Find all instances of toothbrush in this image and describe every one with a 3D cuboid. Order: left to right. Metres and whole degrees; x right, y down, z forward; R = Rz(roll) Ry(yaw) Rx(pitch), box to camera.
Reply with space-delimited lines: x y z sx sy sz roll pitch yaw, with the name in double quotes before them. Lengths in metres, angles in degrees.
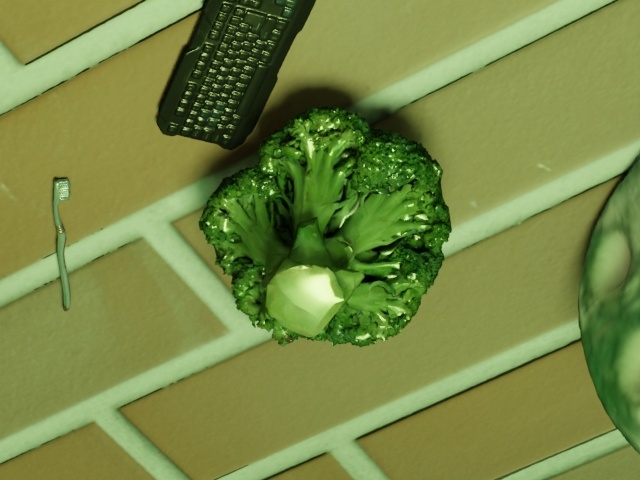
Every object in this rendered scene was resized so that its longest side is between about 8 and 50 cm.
"toothbrush" -0.279 0.008 1.686 0.019 0.013 0.193 -7 133 -14

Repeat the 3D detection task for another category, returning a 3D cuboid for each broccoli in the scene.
"broccoli" 0.000 0.000 1.563 0.270 0.270 0.270 4 113 9

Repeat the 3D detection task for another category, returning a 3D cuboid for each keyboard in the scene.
"keyboard" -0.078 -0.195 1.527 0.106 0.016 0.262 13 129 -20

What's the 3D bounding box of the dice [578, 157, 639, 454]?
"dice" 0.494 0.075 1.641 0.330 0.348 0.328 15 131 -19
